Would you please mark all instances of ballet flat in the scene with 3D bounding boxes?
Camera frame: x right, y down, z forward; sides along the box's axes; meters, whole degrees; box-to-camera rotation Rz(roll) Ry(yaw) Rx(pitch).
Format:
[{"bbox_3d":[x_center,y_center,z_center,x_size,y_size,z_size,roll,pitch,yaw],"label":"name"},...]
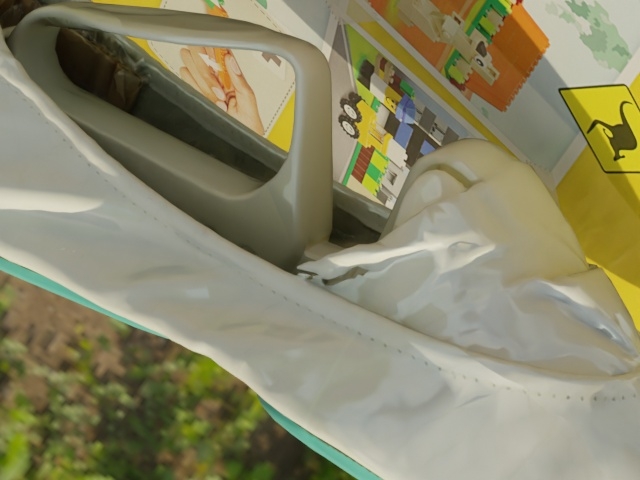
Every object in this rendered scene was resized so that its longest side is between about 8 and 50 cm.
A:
[{"bbox_3d":[0.000,0.000,0.707,0.139,0.400,0.139,-50,156,-32],"label":"ballet flat"}]

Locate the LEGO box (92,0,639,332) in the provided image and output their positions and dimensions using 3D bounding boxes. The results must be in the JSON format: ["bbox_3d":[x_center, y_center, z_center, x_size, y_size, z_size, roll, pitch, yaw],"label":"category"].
[{"bbox_3d":[0.086,-0.153,0.785,0.193,0.372,0.500,-41,168,-24],"label":"LEGO box"}]
